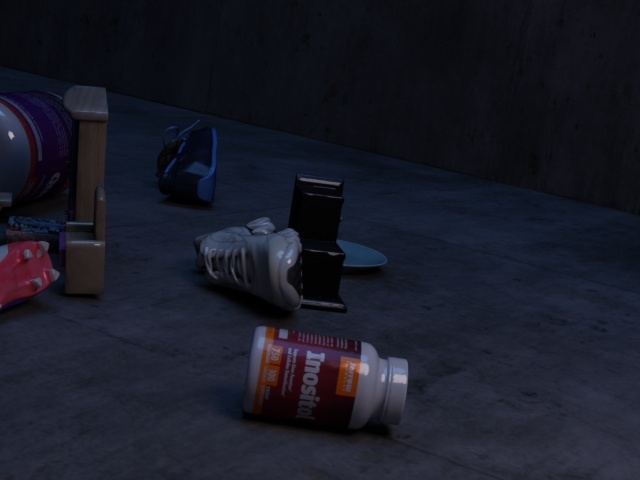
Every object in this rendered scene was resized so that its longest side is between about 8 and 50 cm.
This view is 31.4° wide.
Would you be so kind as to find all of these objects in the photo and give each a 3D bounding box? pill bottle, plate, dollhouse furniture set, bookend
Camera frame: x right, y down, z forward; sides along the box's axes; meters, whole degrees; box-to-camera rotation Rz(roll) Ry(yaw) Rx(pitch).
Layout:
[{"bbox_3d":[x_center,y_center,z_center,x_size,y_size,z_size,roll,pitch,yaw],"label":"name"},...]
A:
[{"bbox_3d":[-0.492,-0.149,1.837,0.181,0.182,0.323,12,12,11],"label":"pill bottle"},{"bbox_3d":[0.011,0.024,1.794,0.188,0.024,0.188,9,12,-2],"label":"plate"},{"bbox_3d":[-0.427,-0.079,1.443,0.303,0.198,0.286,1,21,-13],"label":"dollhouse furniture set"},{"bbox_3d":[0.005,0.134,1.095,0.152,0.086,0.086,8,11,-2],"label":"pill bottle"},{"bbox_3d":[0.000,0.000,1.569,0.072,0.157,0.156,7,11,-11],"label":"bookend"}]

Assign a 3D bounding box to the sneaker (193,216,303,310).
[{"bbox_3d":[-0.096,0.033,1.503,0.118,0.110,0.292,-2,6,-16],"label":"sneaker"}]

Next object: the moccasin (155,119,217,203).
[{"bbox_3d":[-0.260,-0.160,2.196,0.116,0.138,0.342,3,11,-7],"label":"moccasin"}]

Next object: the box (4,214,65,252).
[{"bbox_3d":[-0.377,-0.007,1.619,0.137,0.027,0.094,6,13,-14],"label":"box"}]

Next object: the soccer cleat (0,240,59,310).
[{"bbox_3d":[-0.386,0.054,1.237,0.095,0.083,0.248,-18,5,25],"label":"soccer cleat"}]
